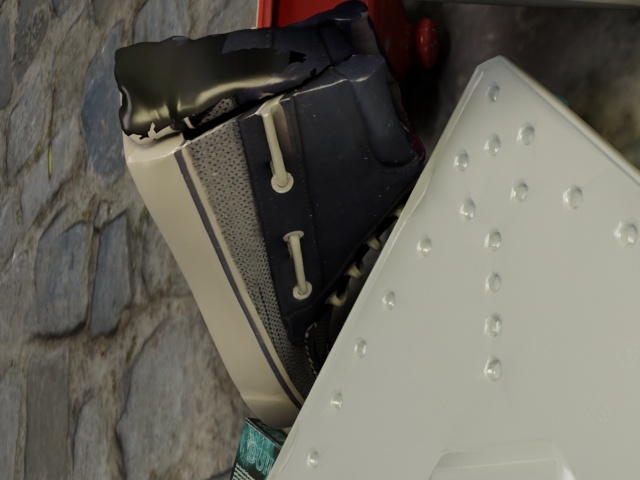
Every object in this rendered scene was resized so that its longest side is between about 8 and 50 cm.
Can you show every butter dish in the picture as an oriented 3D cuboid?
[{"bbox_3d":[0.024,-0.135,0.841,0.160,0.118,0.159,53,-143,-69],"label":"butter dish"}]

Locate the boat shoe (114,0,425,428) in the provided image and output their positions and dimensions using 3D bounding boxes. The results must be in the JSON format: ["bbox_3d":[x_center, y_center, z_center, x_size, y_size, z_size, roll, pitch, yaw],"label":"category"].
[{"bbox_3d":[0.000,0.000,0.766,0.340,0.158,0.127,68,-172,-51],"label":"boat shoe"}]

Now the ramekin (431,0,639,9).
[{"bbox_3d":[0.069,-0.188,0.619,0.273,0.273,0.127,-157,68,-62],"label":"ramekin"}]

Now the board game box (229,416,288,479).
[{"bbox_3d":[-0.026,0.217,0.880,0.186,0.026,0.126,24,100,62],"label":"board game box"}]

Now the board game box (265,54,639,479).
[{"bbox_3d":[0.104,0.161,0.600,0.389,0.050,0.390,-64,34,23],"label":"board game box"}]
